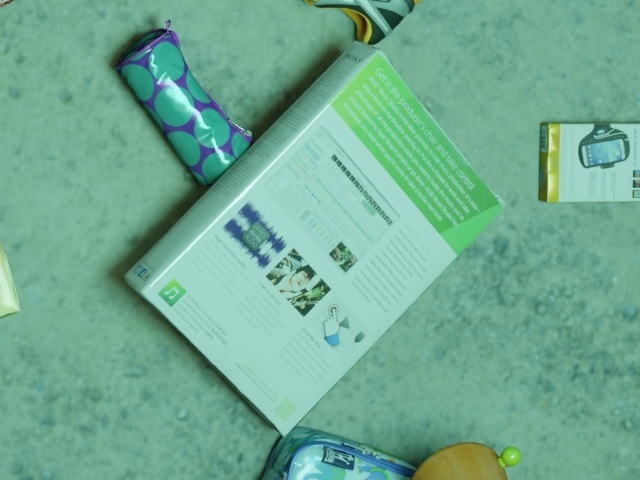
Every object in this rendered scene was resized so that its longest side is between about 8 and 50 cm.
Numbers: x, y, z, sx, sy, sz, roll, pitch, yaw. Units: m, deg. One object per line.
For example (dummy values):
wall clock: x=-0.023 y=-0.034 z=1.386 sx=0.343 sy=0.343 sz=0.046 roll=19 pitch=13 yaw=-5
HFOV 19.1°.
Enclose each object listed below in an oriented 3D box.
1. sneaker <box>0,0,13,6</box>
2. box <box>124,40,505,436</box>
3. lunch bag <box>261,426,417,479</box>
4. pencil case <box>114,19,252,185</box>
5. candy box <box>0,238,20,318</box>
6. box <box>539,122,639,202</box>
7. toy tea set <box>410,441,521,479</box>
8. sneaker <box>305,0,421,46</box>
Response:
sneaker: x=-0.368 y=-0.319 z=1.718 sx=0.145 sy=0.090 sz=0.270 roll=-37 pitch=105 yaw=-11
box: x=0.000 y=0.000 z=1.831 sx=0.322 sy=0.058 sz=0.232 roll=-45 pitch=122 yaw=-6
lunch bag: x=0.011 y=0.305 z=1.878 sx=0.176 sy=0.090 sz=0.219 roll=22 pitch=90 yaw=-18
pencil case: x=-0.128 y=-0.129 z=1.812 sx=0.070 sy=0.064 sz=0.152 roll=-35 pitch=104 yaw=10
candy box: x=-0.436 y=0.058 z=1.687 sx=0.316 sy=0.183 sz=0.088 roll=-16 pitch=100 yaw=-13
box: x=0.291 y=-0.080 z=1.946 sx=0.136 sy=0.028 sz=0.081 roll=-1 pitch=95 yaw=-17
toy tea set: x=0.042 y=0.293 z=1.800 sx=0.336 sy=0.124 sz=0.200 roll=-7 pitch=128 yaw=-19
sneaker: x=0.000 y=-0.267 z=1.825 sx=0.215 sy=0.084 sz=0.083 roll=33 pitch=91 yaw=-16
